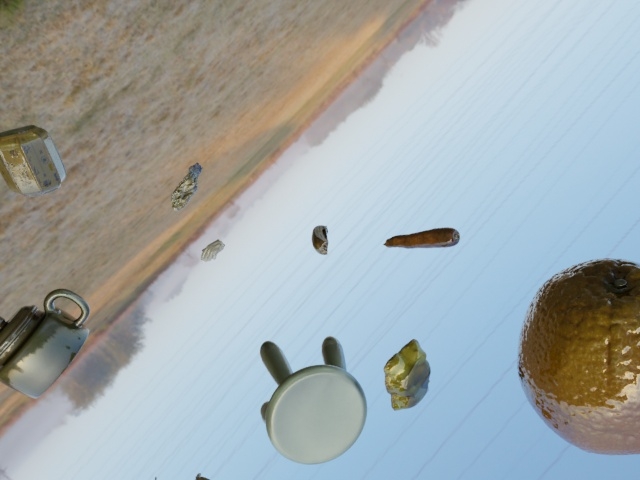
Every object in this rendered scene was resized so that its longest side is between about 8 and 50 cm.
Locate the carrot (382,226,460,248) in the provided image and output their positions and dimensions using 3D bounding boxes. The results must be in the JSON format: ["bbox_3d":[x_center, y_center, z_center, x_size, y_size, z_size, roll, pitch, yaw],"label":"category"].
[{"bbox_3d":[0.281,-0.002,1.345,0.247,0.059,0.059,-7,-142,46],"label":"carrot"}]

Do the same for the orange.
[{"bbox_3d":[0.524,0.207,0.871,0.321,0.357,0.322,-10,-143,8],"label":"orange"}]

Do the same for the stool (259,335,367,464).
[{"bbox_3d":[-0.023,0.314,0.971,0.198,0.195,0.196,-146,-125,-75],"label":"stool"}]

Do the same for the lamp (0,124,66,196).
[{"bbox_3d":[-0.831,-0.226,1.366,0.161,0.185,0.161,-8,-152,4],"label":"lamp"}]

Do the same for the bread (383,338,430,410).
[{"bbox_3d":[0.278,0.428,1.486,0.088,0.233,0.160,16,-133,46],"label":"bread"}]

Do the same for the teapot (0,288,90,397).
[{"bbox_3d":[-0.627,0.212,1.041,0.268,0.175,0.185,-48,-155,-1],"label":"teapot"}]

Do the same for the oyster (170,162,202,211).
[{"bbox_3d":[-0.426,-0.167,1.535,0.105,0.056,0.177,-49,-167,56],"label":"oyster"}]

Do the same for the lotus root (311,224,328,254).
[{"bbox_3d":[-0.002,-0.001,0.893,0.083,0.030,0.038,-94,-168,-65],"label":"lotus root"}]

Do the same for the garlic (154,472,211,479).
[{"bbox_3d":[-0.253,0.499,0.868,0.174,0.099,0.124,-18,-116,53],"label":"garlic"}]

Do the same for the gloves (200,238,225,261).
[{"bbox_3d":[-0.270,0.021,1.205,0.044,0.037,0.081,37,-88,36],"label":"gloves"}]
